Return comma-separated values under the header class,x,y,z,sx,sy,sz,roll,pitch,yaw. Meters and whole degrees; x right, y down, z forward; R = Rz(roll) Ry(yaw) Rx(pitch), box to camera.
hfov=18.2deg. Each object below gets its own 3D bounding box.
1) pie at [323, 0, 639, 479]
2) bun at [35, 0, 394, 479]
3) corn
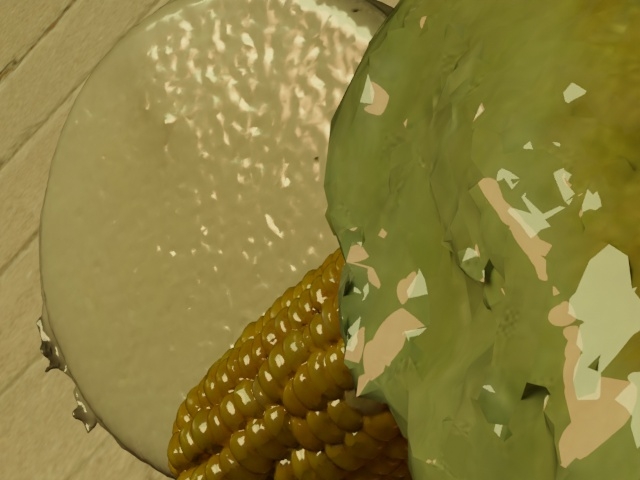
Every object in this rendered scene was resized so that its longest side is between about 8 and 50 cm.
class,x,y,z,sx,sy,sz,roll,pitch,yaw
pie,0.202,-0.014,0.407,0.395,0.418,0.180,-45,-19,-30
bun,0.000,0.000,1.025,0.263,0.175,0.263,-2,87,34
corn,0.049,0.025,0.814,0.313,0.102,0.102,-46,26,31
